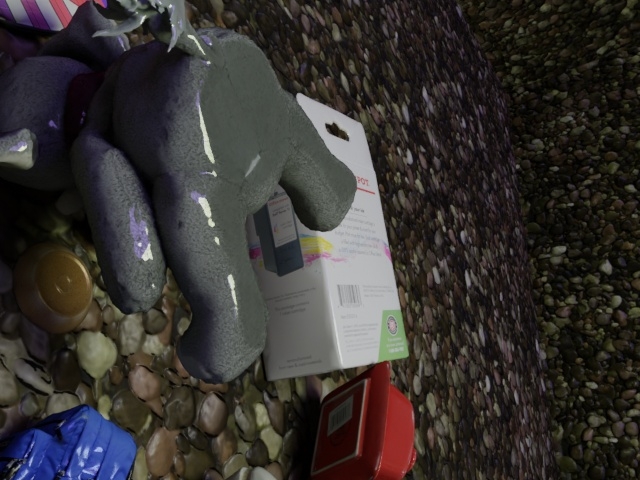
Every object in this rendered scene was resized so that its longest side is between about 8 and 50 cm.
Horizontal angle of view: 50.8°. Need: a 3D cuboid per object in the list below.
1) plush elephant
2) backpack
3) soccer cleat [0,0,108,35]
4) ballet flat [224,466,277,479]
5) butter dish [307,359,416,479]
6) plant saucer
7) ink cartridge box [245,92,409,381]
[{"bbox_3d":[-0.164,-0.071,0.567,0.330,0.255,0.272,63,38,-35],"label":"plush elephant"},{"bbox_3d":[-0.198,0.181,0.503,0.101,0.097,0.120,52,36,-28],"label":"backpack"},{"bbox_3d":[-0.273,-0.256,0.572,0.318,0.116,0.109,-5,80,-61],"label":"soccer cleat"},{"bbox_3d":[-0.033,0.338,0.695,0.483,0.164,0.182,50,15,-47],"label":"ballet flat"},{"bbox_3d":[0.069,0.258,0.853,0.118,0.160,0.160,28,46,-19],"label":"butter dish"},{"bbox_3d":[-0.232,0.040,0.601,0.083,0.015,0.084,36,46,-49],"label":"plant saucer"},{"bbox_3d":[0.000,0.000,0.929,0.207,0.119,0.354,9,69,-59],"label":"ink cartridge box"}]
